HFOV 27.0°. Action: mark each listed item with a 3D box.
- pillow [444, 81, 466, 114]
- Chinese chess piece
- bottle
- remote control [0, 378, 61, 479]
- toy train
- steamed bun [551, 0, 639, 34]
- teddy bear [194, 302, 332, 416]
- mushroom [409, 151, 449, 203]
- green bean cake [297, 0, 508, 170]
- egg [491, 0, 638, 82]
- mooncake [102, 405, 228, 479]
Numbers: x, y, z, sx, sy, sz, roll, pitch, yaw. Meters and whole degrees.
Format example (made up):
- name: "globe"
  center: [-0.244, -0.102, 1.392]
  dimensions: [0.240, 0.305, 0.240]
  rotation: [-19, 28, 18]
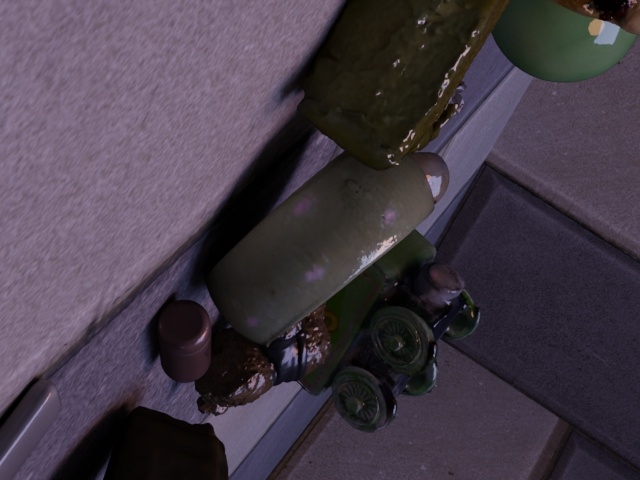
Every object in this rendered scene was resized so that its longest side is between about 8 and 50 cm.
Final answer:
- name: "pillow"
  center: [0.122, -0.161, 1.798]
  dimensions: [0.169, 0.059, 0.255]
  rotation: [-43, 174, 7]
- name: "Chinese chess piece"
  center: [0.000, 0.000, 1.346]
  dimensions: [0.250, 0.101, 0.250]
  rotation: [-40, 179, -1]
- name: "bottle"
  center: [-0.135, 0.102, 1.325]
  dimensions: [0.053, 0.053, 0.140]
  rotation: [-54, 171, -19]
- name: "remote control"
  center: [-0.282, 0.215, 1.002]
  dimensions: [0.261, 0.029, 0.067]
  rotation: [-56, 172, -22]
- name: "toy train"
  center: [0.071, 0.118, 1.914]
  dimensions: [0.173, 0.249, 0.307]
  rotation: [-28, 153, -49]
- name: "steamed bun"
  center: [0.381, -0.340, 1.675]
  dimensions: [0.172, 0.155, 0.141]
  rotation: [-52, -168, -27]
- name: "teddy bear"
  center: [-0.052, 0.115, 1.605]
  dimensions: [0.251, 0.129, 0.182]
  rotation: [-52, 169, -34]
- name: "mushroom"
  center: [0.133, -0.087, 1.843]
  dimensions: [0.085, 0.085, 0.079]
  rotation: [-56, -147, -5]
- name: "green bean cake"
  center: [0.090, -0.197, 1.233]
  dimensions: [0.236, 0.124, 0.233]
  rotation: [-59, 173, 19]
- name: "egg"
  center: [0.344, -0.333, 1.872]
  dimensions: [0.220, 0.220, 0.269]
  rotation: [-59, -177, 16]
- name: "mooncake"
  center: [-0.176, 0.289, 1.373]
  dimensions: [0.228, 0.124, 0.228]
  rotation: [-161, -90, -81]
